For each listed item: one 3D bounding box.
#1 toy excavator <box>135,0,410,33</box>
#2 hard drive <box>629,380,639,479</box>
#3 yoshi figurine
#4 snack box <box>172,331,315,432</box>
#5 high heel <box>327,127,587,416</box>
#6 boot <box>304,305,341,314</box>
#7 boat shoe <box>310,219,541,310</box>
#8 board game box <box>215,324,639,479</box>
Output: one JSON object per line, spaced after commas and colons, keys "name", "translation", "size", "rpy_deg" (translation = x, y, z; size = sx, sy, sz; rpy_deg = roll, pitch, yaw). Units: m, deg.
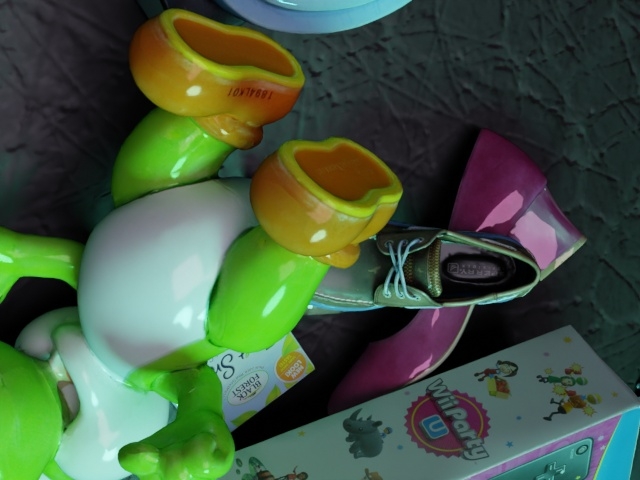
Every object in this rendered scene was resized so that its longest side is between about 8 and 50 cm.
{"name": "toy excavator", "translation": [-0.015, -0.291, 0.477], "size": [0.222, 0.445, 0.432], "rpy_deg": [-31, 115, -12]}
{"name": "hard drive", "translation": [0.421, 0.251, 1.028], "size": [0.339, 0.064, 0.236], "rpy_deg": [11, 101, -24]}
{"name": "yoshi figurine", "translation": [-0.135, 0.053, 0.621], "size": [0.203, 0.203, 0.362], "rpy_deg": [29, 120, -21]}
{"name": "snack box", "translation": [-0.082, 0.065, 0.782], "size": [0.100, 0.037, 0.141], "rpy_deg": [-36, 115, -8]}
{"name": "high heel", "translation": [0.078, 0.029, 0.830], "size": [0.244, 0.082, 0.117], "rpy_deg": [-40, 87, 7]}
{"name": "boot", "translation": [0.000, 0.000, 0.799], "size": [0.087, 0.042, 0.118], "rpy_deg": [-21, 113, -22]}
{"name": "boat shoe", "translation": [0.064, 0.015, 0.752], "size": [0.183, 0.066, 0.066], "rpy_deg": [-3, 91, -10]}
{"name": "board game box", "translation": [0.081, 0.218, 0.826], "size": [0.303, 0.097, 0.224], "rpy_deg": [-20, 133, -16]}
